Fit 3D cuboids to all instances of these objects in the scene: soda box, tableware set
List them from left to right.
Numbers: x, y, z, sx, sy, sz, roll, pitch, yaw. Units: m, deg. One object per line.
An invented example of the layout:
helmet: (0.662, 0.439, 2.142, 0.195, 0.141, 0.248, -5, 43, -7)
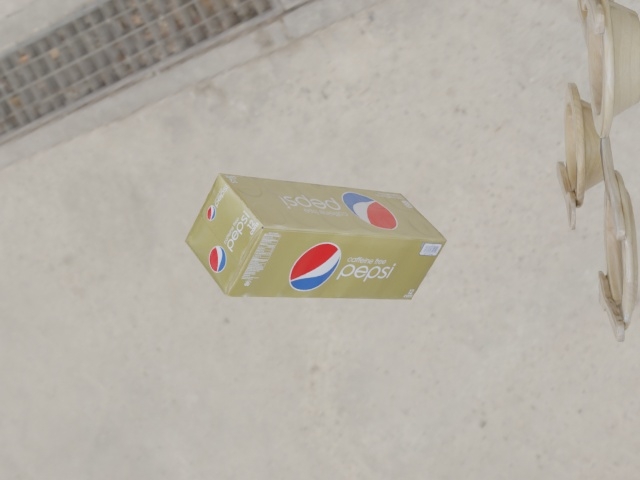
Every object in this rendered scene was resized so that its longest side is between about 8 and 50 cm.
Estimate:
soda box: (0.000, 0.000, 0.823, 0.061, 0.181, 0.058, 48, 119, 36)
tableware set: (0.109, -0.054, 0.473, 0.020, 0.141, 0.169, -3, 121, 6)
